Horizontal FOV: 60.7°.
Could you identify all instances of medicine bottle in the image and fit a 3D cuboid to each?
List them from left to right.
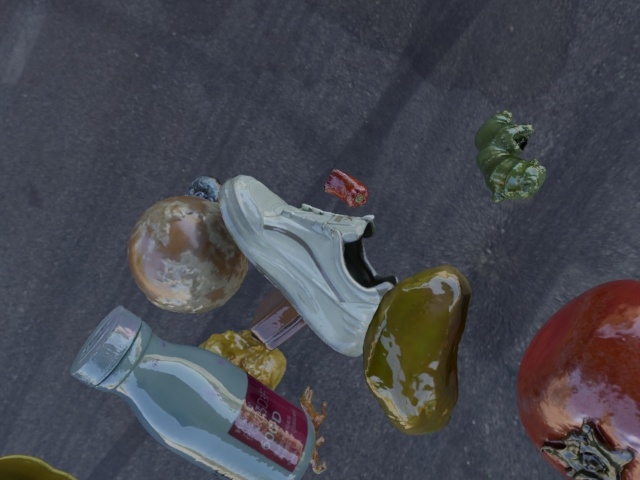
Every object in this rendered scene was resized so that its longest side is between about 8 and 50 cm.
[{"bbox_3d":[-0.108,0.145,0.488,0.217,0.090,0.090,41,103,-22],"label":"medicine bottle"}]

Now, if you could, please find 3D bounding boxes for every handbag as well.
[{"bbox_3d":[-0.078,0.149,1.164,0.151,0.193,0.072,-41,101,7],"label":"handbag"}]

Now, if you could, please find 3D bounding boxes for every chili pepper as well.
[{"bbox_3d":[0.071,-0.134,1.457,0.073,0.070,0.123,-47,56,-8],"label":"chili pepper"}]

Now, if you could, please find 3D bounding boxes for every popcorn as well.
[{"bbox_3d":[-0.185,0.298,1.287,0.190,0.253,0.191,-29,82,7],"label":"popcorn"}]

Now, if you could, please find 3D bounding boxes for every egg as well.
[{"bbox_3d":[-0.214,0.022,0.888,0.195,0.233,0.195,-6,64,12],"label":"egg"}]

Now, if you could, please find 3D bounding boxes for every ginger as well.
[{"bbox_3d":[0.404,-0.186,1.187,0.137,0.290,0.089,-21,126,27],"label":"ginger"}]

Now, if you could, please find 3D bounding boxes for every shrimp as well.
[{"bbox_3d":[-0.366,-0.002,1.451,0.137,0.172,0.372,24,99,16],"label":"shrimp"}]

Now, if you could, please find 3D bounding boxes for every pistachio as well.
[{"bbox_3d":[0.096,0.112,0.574,0.100,0.110,0.189,32,120,56],"label":"pistachio"}]

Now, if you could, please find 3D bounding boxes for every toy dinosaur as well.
[{"bbox_3d":[-0.035,0.433,1.155,0.057,0.142,0.212,3,53,40],"label":"toy dinosaur"}]

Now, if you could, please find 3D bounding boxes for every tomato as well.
[{"bbox_3d":[0.453,0.226,0.809,0.293,0.325,0.290,40,60,21],"label":"tomato"}]

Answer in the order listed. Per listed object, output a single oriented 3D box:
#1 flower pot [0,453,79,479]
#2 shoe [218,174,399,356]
[{"bbox_3d":[-0.380,0.359,0.615,0.179,0.195,0.195,-34,78,38],"label":"flower pot"},{"bbox_3d":[0.000,0.000,0.763,0.159,0.124,0.316,-42,83,22],"label":"shoe"}]
